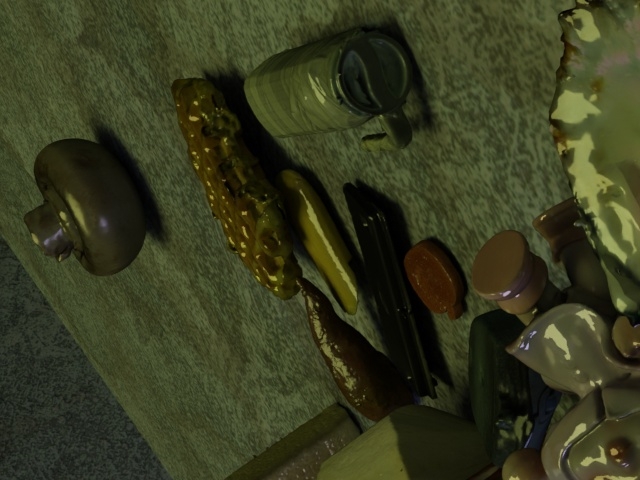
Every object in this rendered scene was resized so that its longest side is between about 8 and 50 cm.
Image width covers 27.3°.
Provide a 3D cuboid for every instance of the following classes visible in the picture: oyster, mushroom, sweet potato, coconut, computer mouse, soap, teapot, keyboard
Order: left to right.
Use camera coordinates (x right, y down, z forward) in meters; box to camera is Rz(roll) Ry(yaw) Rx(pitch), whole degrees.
[{"bbox_3d":[-0.370,-0.049,2.037,0.226,0.178,0.227,160,90,-74],"label":"mushroom"},{"bbox_3d":[0.000,0.000,1.396,0.168,0.033,0.089,62,166,-6],"label":"soap"},{"bbox_3d":[0.013,-0.119,1.126,0.107,0.077,0.200,60,161,-12],"label":"teapot"},{"bbox_3d":[0.036,0.131,1.404,0.226,0.068,0.068,52,165,-21],"label":"sweet potato"},{"bbox_3d":[0.071,0.052,1.297,0.094,0.025,0.230,48,159,55],"label":"keyboard"},{"bbox_3d":[0.108,0.259,1.264,0.202,0.222,0.202,42,-153,-27],"label":"coconut"},{"bbox_3d":[0.160,0.111,1.042,0.229,0.068,0.113,-88,-3,-81],"label":"computer mouse"},{"bbox_3d":[0.216,-0.029,0.743,0.260,0.092,0.198,70,162,5],"label":"oyster"}]

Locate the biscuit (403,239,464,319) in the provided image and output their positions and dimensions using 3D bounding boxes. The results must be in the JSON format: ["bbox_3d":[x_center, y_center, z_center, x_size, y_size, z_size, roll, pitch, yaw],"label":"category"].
[{"bbox_3d":[0.107,0.037,1.208,0.078,0.015,0.091,57,161,4],"label":"biscuit"}]

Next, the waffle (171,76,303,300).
[{"bbox_3d":[-0.094,-0.060,1.464,0.291,0.051,0.291,61,169,22],"label":"waffle"}]

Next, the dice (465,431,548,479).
[{"bbox_3d":[0.190,0.260,1.082,0.174,0.175,0.179,58,162,9],"label":"dice"}]

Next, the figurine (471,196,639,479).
[{"bbox_3d":[0.206,0.105,0.886,0.200,0.133,0.276,-30,88,28],"label":"figurine"}]

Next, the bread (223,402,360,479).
[{"bbox_3d":[-0.019,0.309,1.664,0.068,0.188,0.125,8,127,60],"label":"bread"}]
